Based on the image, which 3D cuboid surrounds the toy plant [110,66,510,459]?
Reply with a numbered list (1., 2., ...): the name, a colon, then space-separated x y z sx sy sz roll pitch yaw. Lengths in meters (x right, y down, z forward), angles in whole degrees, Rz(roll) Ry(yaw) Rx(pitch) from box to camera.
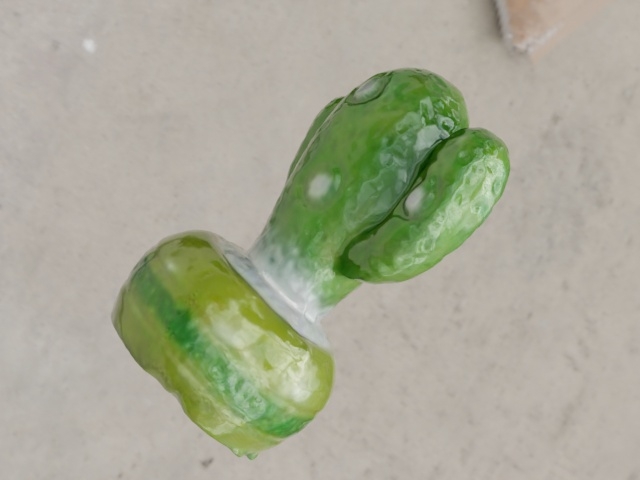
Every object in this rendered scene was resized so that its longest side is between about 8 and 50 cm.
1. toy plant: 0.000 0.000 0.998 0.316 0.224 0.184 -44 123 6
